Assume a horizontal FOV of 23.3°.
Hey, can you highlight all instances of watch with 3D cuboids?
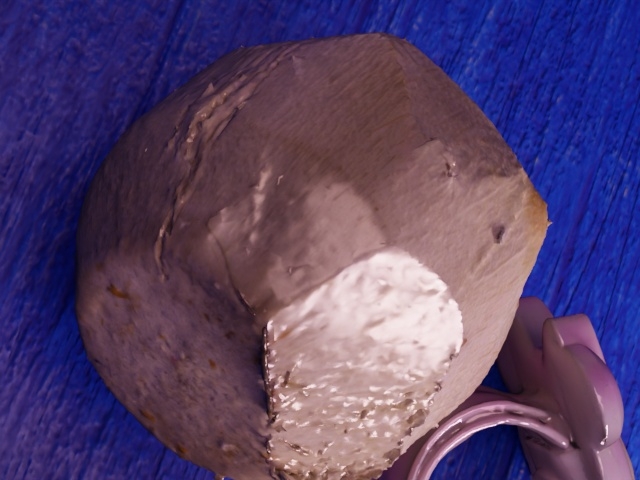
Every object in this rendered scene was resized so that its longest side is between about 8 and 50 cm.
[{"bbox_3d":[0.156,0.201,1.370,0.217,0.211,0.248,-21,100,-15],"label":"watch"}]

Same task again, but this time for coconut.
[{"bbox_3d":[0.000,0.000,1.239,0.346,0.346,0.360,53,49,-9],"label":"coconut"}]
